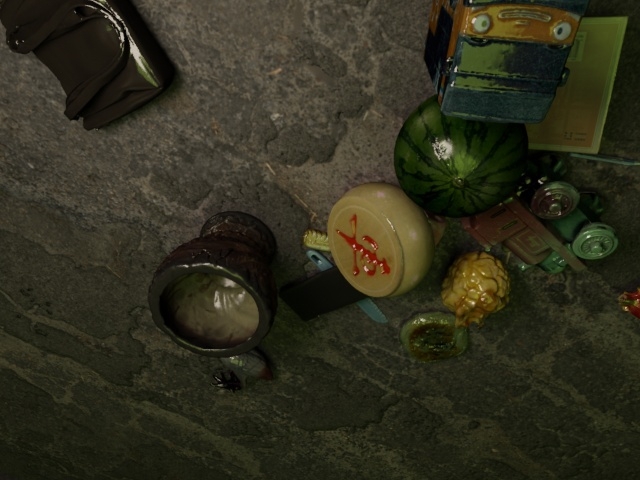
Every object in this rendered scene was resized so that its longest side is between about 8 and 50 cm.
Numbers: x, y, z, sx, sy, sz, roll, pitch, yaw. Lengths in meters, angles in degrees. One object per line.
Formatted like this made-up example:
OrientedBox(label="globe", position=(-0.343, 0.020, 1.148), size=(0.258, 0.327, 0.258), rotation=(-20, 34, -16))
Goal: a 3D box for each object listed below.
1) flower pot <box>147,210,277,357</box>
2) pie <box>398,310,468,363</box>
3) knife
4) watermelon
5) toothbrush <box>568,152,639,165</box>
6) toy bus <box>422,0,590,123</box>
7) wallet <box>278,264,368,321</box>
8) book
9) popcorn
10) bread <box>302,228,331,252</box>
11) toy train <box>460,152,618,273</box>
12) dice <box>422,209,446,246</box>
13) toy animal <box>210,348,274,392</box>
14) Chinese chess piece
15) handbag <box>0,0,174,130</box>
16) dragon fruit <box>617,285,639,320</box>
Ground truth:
OrientedBox(label="flower pot", position=(-0.216, 0.079, 1.047), size=(0.266, 0.267, 0.267), rotation=(2, 122, 3))
OrientedBox(label="pie", position=(0.305, 0.263, 1.247), size=(0.186, 0.041, 0.187), rotation=(2, 123, 3))
OrientedBox(label="knife", position=(0.075, 0.122, 1.197), size=(0.044, 0.019, 0.313), rotation=(-34, 116, 23))
OrientedBox(label="watermelon", position=(0.255, -0.159, 0.858), size=(0.242, 0.242, 0.243), rotation=(3, 123, 4))
OrientedBox(label="toothbrush", position=(0.619, -0.161, 0.956), size=(0.219, 0.016, 0.019), rotation=(9, 132, -2))
OrientedBox(label="toy bus", position=(0.254, -0.317, 0.710), size=(0.161, 0.324, 0.194), rotation=(6, 126, 2))
OrientedBox(label="wallet", position=(0.018, 0.128, 1.182), size=(0.244, 0.025, 0.124), rotation=(-26, 120, 30))
OrientedBox(label="book", position=(0.446, -0.282, 0.862), size=(0.170, 0.018, 0.242), rotation=(10, 126, 24))
OrientedBox(label="popcorn", position=(0.357, 0.114, 1.075), size=(0.180, 0.180, 0.170), rotation=(-33, 78, 24))
OrientedBox(label="bread", position=(0.000, 0.000, 1.112), size=(0.087, 0.034, 0.049), rotation=(10, 109, -5))
OrientedBox(label="toy train", position=(0.467, -0.037, 0.986), size=(0.304, 0.150, 0.221), rotation=(36, 130, -18))
OrientedBox(label="dice", position=(0.216, -0.033, 1.033), size=(0.094, 0.091, 0.093), rotation=(26, 122, -10))
OrientedBox(label="toy animal", position=(-0.243, 0.325, 1.313), size=(0.195, 0.091, 0.324), rotation=(-3, 124, 8))
OrientedBox(label="Chinese chess piece", position=(0.121, 0.001, 0.985), size=(0.250, 0.097, 0.251), rotation=(30, 131, 41))
OrientedBox(label="handbag", position=(-0.450, -0.366, 0.880), size=(0.256, 0.114, 0.285), rotation=(-20, 119, 26))
OrientedBox(label="dragon fruit", position=(0.769, 0.149, 1.104), size=(0.116, 0.081, 0.086), rotation=(24, 133, -11))
